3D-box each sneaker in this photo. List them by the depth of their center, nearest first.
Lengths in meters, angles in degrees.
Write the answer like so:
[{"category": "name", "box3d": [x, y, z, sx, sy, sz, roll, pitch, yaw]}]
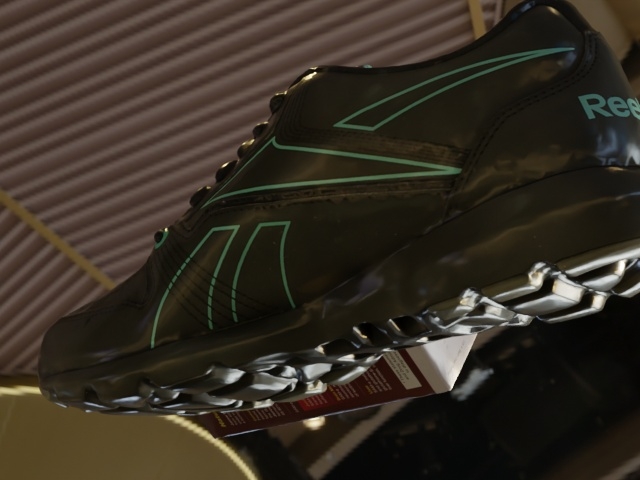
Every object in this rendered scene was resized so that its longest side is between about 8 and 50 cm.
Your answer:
[{"category": "sneaker", "box3d": [0.000, 0.000, 0.423, 0.267, 0.106, 0.101, -20, -19, 25]}]

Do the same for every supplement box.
[{"category": "supplement box", "box3d": [-0.019, 0.064, 0.828, 0.239, 0.073, 0.130, -18, -65, 37]}]
